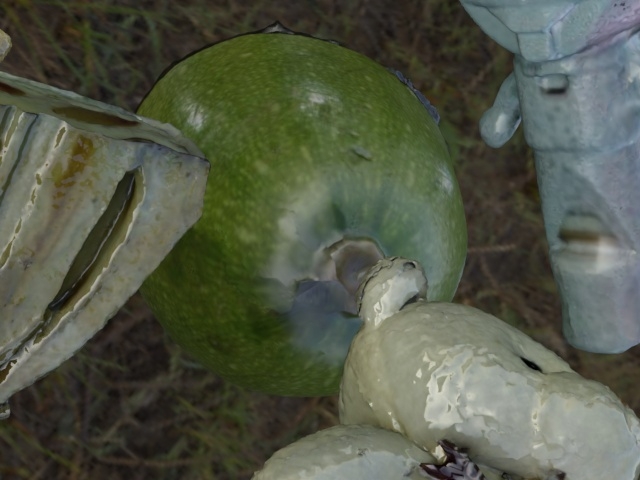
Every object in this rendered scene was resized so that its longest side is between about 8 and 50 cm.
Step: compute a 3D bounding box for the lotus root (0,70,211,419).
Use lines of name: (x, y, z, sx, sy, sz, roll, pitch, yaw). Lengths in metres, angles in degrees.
lotus root: (-0.139, -0.004, 0.548, 0.143, 0.070, 0.144, 24, 102, -26)

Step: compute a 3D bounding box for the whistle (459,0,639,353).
whistle: (0.131, -0.111, 0.695, 0.134, 0.142, 0.346, -59, 139, -64)

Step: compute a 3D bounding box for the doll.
doll: (0.067, 0.142, 0.627, 0.278, 0.149, 0.175, -71, 145, -44)

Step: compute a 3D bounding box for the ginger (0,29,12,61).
ginger: (-0.464, -0.206, 1.540, 0.193, 0.052, 0.176, 27, 102, -28)

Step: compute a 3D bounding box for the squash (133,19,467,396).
squash: (-0.027, 0.014, 1.067, 0.310, 0.309, 0.310, 0, 110, -1)
